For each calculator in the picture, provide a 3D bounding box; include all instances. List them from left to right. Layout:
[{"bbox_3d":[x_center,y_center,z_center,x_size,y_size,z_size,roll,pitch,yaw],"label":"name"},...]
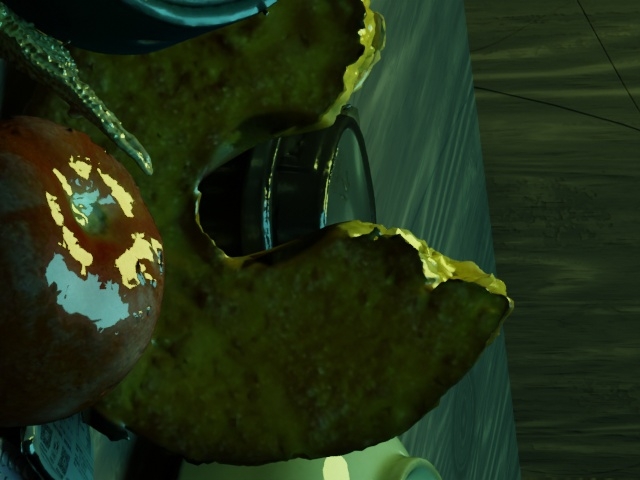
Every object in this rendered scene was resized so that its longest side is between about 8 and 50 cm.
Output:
[{"bbox_3d":[-0.241,0.213,1.533,0.166,0.024,0.103,61,30,-58],"label":"calculator"}]

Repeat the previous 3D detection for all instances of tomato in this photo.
[{"bbox_3d":[-0.212,0.024,1.328,0.208,0.184,0.208,35,35,-30],"label":"tomato"}]

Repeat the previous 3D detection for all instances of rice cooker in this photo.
[{"bbox_3d":[-0.073,-0.007,1.816,0.267,0.225,0.267,1,90,-76],"label":"rice cooker"}]

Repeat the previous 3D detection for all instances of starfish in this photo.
[{"bbox_3d":[-0.212,-0.142,1.323,0.048,0.295,0.231,-50,174,-4],"label":"starfish"}]

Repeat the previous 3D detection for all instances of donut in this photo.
[{"bbox_3d":[-0.067,-0.027,1.595,0.163,0.378,0.435,67,7,-85],"label":"donut"}]

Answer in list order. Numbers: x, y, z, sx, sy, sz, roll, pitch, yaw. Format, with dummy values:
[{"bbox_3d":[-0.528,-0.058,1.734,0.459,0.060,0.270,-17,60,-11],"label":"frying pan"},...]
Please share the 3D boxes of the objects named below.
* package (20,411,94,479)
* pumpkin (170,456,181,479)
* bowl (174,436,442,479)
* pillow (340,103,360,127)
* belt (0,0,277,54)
[{"bbox_3d":[-0.213,0.148,1.605,0.171,0.027,0.173,69,10,-48],"label":"package"},{"bbox_3d":[-0.101,0.354,1.939,0.290,0.095,0.258,-76,151,-48],"label":"pumpkin"},{"bbox_3d":[0.019,0.304,1.878,0.354,0.185,0.353,-9,90,-66],"label":"bowl"},{"bbox_3d":[0.000,0.000,2.370,0.228,0.101,0.326,-49,138,-71],"label":"pillow"},{"bbox_3d":[-0.140,-0.352,1.376,0.300,0.173,0.436,-12,95,-32],"label":"belt"}]
